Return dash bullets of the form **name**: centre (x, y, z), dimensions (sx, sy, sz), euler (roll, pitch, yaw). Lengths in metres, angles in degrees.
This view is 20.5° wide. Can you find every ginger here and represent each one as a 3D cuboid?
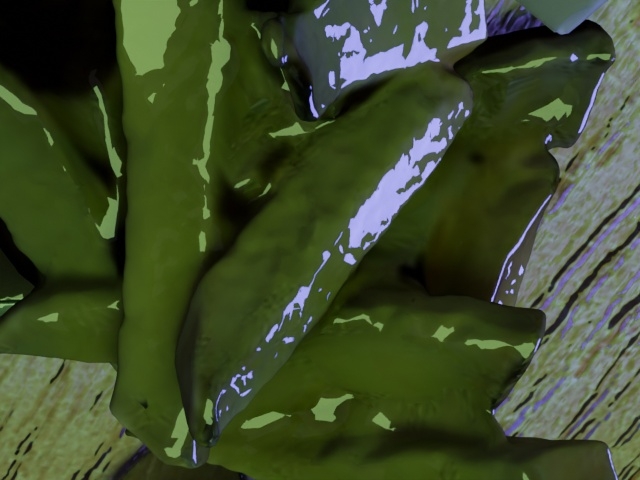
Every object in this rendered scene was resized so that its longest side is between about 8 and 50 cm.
- **ginger**: centre (0.000, 0.000, 0.950), dimensions (0.358, 0.211, 0.413), euler (-43, 122, 14)

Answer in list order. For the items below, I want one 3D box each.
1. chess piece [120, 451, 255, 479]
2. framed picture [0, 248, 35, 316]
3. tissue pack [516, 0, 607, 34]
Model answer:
- **chess piece**: centre (-0.006, 0.234, 1.243), dimensions (0.137, 0.137, 0.301), euler (-42, 136, 20)
- **framed picture**: centre (-0.100, -0.076, 1.009), dimensions (0.231, 0.018, 0.293), euler (-1, 125, -13)
- **tissue pack**: centre (0.071, -0.238, 0.841), dimensions (0.246, 0.159, 0.136), euler (33, 116, -33)
